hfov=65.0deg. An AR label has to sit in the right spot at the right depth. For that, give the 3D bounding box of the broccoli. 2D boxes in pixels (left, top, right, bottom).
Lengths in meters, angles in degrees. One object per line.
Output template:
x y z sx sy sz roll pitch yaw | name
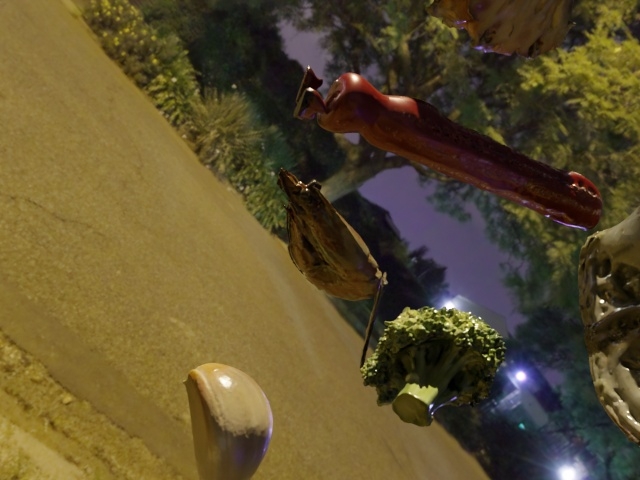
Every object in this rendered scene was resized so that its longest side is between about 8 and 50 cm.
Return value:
0.222 0.257 1.050 0.259 0.288 0.235 -1 37 -38 | broccoli

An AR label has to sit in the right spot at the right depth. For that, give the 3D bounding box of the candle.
0.131 -0.074 0.437 0.329 0.051 0.048 17 15 -23 | candle

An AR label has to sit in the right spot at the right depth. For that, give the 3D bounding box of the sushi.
0.290 0.094 0.443 0.134 0.273 0.109 21 -23 -36 | sushi

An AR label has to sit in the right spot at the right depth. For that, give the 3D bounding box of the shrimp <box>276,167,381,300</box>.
0.000 0.001 0.819 0.294 0.154 0.062 63 38 -32 | shrimp

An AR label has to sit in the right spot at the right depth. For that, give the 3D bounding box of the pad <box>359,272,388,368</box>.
0.138 0.203 1.328 0.022 0.233 0.174 15 9 6 | pad

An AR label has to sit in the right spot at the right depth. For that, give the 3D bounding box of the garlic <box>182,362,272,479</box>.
-0.169 0.341 0.890 0.145 0.164 0.245 3 83 -64 | garlic

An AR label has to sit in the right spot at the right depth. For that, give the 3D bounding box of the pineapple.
0.145 -0.384 0.591 0.286 0.208 0.344 57 -9 39 | pineapple
